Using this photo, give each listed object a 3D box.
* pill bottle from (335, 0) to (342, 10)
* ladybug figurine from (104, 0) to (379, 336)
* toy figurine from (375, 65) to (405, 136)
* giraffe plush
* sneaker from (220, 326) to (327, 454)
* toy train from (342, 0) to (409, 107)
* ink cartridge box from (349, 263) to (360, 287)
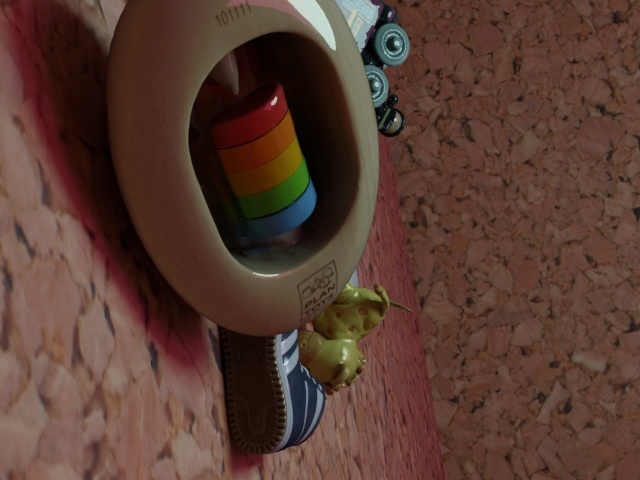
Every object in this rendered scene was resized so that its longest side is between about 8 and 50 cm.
[{"bbox_3d":[-0.057,-0.407,1.506,0.184,0.103,0.103,34,-24,41],"label":"pill bottle"},{"bbox_3d":[-0.085,-0.095,0.953,0.162,0.305,0.449,26,-40,44],"label":"ladybug figurine"},{"bbox_3d":[0.051,-0.287,1.817,0.148,0.213,0.210,8,66,-65],"label":"toy figurine"},{"bbox_3d":[0.017,0.150,1.421,0.170,0.210,0.181,-66,159,-17],"label":"giraffe plush"},{"bbox_3d":[-0.058,0.134,1.171,0.153,0.099,0.282,35,52,-66],"label":"sneaker"},{"bbox_3d":[0.021,-0.297,1.589,0.190,0.142,0.334,32,77,-27],"label":"toy train"},{"bbox_3d":[0.000,0.000,1.596,0.158,0.092,0.218,-79,157,-61],"label":"ink cartridge box"}]
